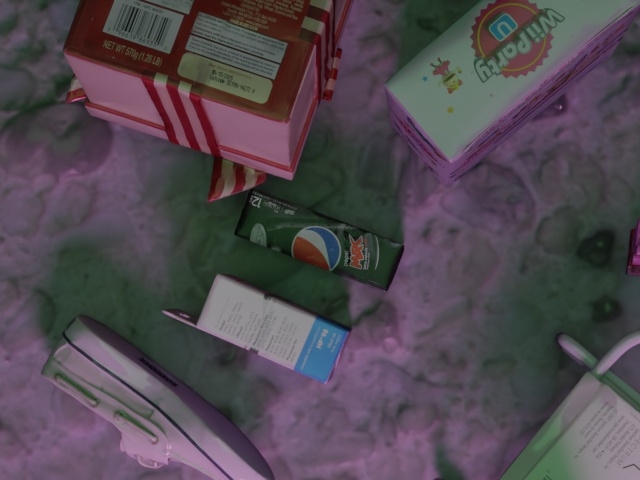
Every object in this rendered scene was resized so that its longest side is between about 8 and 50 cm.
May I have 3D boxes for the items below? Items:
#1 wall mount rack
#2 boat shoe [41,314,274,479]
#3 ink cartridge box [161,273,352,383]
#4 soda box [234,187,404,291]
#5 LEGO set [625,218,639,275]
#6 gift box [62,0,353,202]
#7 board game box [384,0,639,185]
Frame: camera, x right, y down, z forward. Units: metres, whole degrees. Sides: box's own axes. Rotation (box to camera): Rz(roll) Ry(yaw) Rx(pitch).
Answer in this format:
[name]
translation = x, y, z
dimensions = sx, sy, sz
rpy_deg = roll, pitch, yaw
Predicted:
[wall mount rack]
translation = 0.291, 0.265, 1.532
dimensions = 0.304, 0.130, 0.350
rpy_deg = 40, 92, 7
[boat shoe]
translation = -0.170, 0.187, 1.575
dimensions = 0.267, 0.096, 0.088
rpy_deg = 37, 95, 5
[ink cartridge box]
translation = -0.062, 0.081, 1.565
dimensions = 0.180, 0.104, 0.060
rpy_deg = 24, 90, 4
[soda box]
translation = 0.000, 0.000, 1.586
dimensions = 0.169, 0.060, 0.053
rpy_deg = 20, 90, 4
[LEGO set]
translation = 0.369, -0.074, 1.549
dimensions = 0.087, 0.093, 0.227
rpy_deg = 7, 88, 4
[gift box]
translation = -0.113, -0.198, 1.500
dimensions = 0.255, 0.258, 0.276
rpy_deg = 23, 82, 4
[board game box]
translation = 0.177, -0.163, 1.459
dimensions = 0.224, 0.303, 0.097
rpy_deg = -40, 86, 1
